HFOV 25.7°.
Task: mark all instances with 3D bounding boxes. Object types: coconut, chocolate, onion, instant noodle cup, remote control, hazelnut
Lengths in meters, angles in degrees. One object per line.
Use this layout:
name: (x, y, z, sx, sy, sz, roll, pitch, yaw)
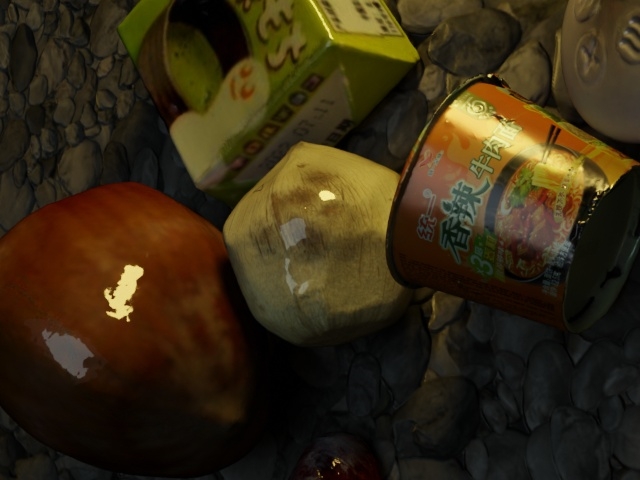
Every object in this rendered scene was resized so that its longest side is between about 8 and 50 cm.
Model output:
coconut: (0.000, 0.000, 1.507, 0.224, 0.224, 0.224, -5, 83, 39)
chocolate: (-0.076, -0.226, 1.633, 0.289, 0.137, 0.301, -44, 60, 27)
onion: (0.011, 0.312, 1.533, 0.151, 0.098, 0.206, -6, 81, 40)
instant noodle cup: (0.198, -0.024, 1.346, 0.182, 0.230, 0.230, 26, 102, 30)
remote control: (0.327, -0.247, 1.300, 0.332, 0.103, 0.221, -66, 34, 25)
hazelnut: (-0.218, 0.109, 1.583, 0.366, 0.366, 0.366, -5, 83, 39)
